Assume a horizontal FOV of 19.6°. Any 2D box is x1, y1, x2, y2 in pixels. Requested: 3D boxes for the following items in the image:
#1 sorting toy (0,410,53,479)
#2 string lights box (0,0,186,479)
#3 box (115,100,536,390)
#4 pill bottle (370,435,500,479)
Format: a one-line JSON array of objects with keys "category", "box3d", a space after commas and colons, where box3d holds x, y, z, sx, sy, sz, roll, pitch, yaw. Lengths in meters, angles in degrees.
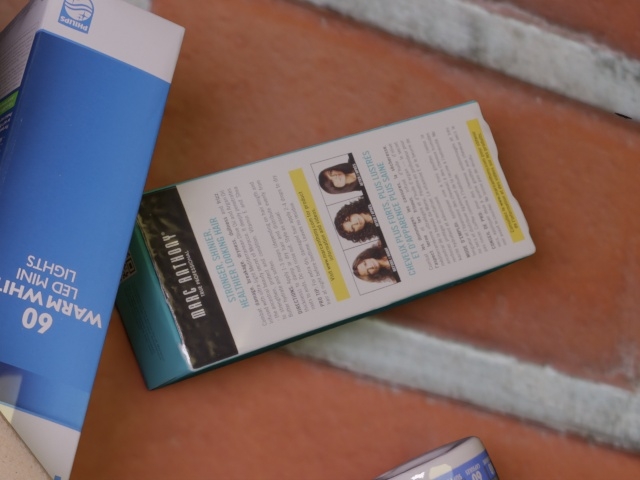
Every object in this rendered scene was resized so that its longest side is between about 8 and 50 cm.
[{"category": "sorting toy", "box3d": [-0.221, 0.117, 0.805, 0.193, 0.208, 0.038, 59, 17, -30]}, {"category": "string lights box", "box3d": [-0.154, 0.013, 0.923, 0.076, 0.133, 0.260, 22, 66, -22]}, {"category": "box", "box3d": [0.000, 0.000, 1.056, 0.244, 0.060, 0.100, -17, 83, -32]}, {"category": "pill bottle", "box3d": [0.082, 0.185, 1.032, 0.078, 0.078, 0.137, -23, 87, -32]}]
